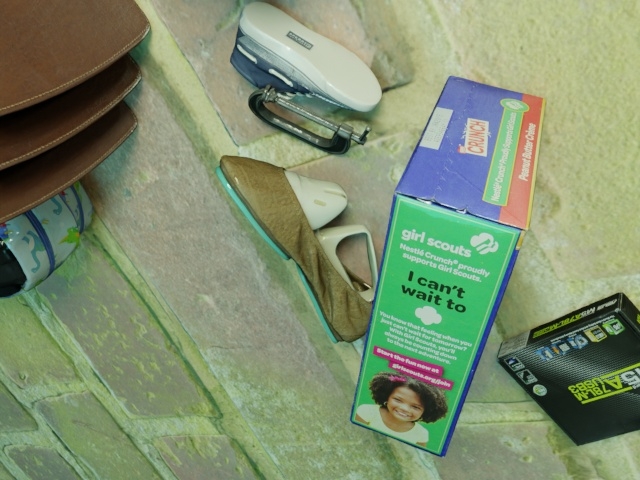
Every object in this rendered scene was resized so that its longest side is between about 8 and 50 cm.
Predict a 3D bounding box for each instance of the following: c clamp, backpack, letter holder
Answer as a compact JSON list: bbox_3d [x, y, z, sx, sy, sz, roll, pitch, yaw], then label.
[{"bbox_3d":[-0.016,-0.148,0.791,0.161,0.022,0.137,24,169,3],"label":"c clamp"},{"bbox_3d":[-0.550,-0.036,1.069,0.356,0.273,0.290,6,126,51],"label":"backpack"},{"bbox_3d":[-0.332,-0.183,0.786,0.152,0.302,0.214,-26,109,38],"label":"letter holder"}]

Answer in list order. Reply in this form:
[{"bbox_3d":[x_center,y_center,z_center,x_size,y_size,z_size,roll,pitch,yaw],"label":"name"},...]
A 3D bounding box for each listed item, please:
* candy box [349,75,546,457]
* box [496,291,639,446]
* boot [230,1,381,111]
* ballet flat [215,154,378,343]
[{"bbox_3d":[0.139,0.023,0.712,0.122,0.268,0.317,15,129,13],"label":"candy box"},{"bbox_3d":[0.364,0.175,0.856,0.184,0.045,0.191,48,132,-8],"label":"box"},{"bbox_3d":[-0.020,-0.198,0.779,0.190,0.069,0.086,37,145,3],"label":"boot"},{"bbox_3d":[0.000,0.000,0.868,0.124,0.116,0.342,-29,119,7],"label":"ballet flat"}]
